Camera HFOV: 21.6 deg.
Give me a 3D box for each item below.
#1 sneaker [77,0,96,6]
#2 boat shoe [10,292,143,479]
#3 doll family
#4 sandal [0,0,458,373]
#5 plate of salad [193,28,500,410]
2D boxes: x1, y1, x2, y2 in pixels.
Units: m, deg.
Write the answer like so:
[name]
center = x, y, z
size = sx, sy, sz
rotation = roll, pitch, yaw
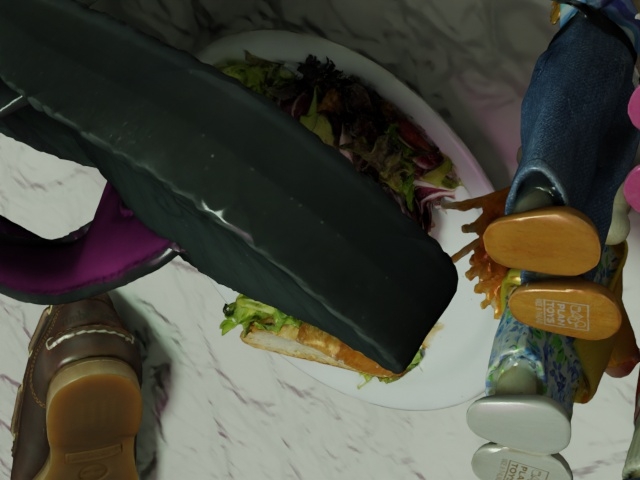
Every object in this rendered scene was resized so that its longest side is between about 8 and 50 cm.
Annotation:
[sneaker]
center = -0.072, -0.209, 0.607
size = 0.146, 0.122, 0.330
rotation = 34, 143, -5
[boat shoe]
center = -0.139, 0.108, 0.961
size = 0.207, 0.073, 0.073
rotation = 112, 148, -45
[doll family]
center = 0.092, -0.023, 0.565
size = 0.118, 0.163, 0.263
rotation = 8, 134, 15
[sandal]
center = -0.121, -0.033, 0.669
size = 0.167, 0.107, 0.446
rotation = 40, 173, -31
[plate of salad]
center = 0.000, 0.000, 0.751
size = 0.200, 0.048, 0.200
rotation = 25, 136, 27
